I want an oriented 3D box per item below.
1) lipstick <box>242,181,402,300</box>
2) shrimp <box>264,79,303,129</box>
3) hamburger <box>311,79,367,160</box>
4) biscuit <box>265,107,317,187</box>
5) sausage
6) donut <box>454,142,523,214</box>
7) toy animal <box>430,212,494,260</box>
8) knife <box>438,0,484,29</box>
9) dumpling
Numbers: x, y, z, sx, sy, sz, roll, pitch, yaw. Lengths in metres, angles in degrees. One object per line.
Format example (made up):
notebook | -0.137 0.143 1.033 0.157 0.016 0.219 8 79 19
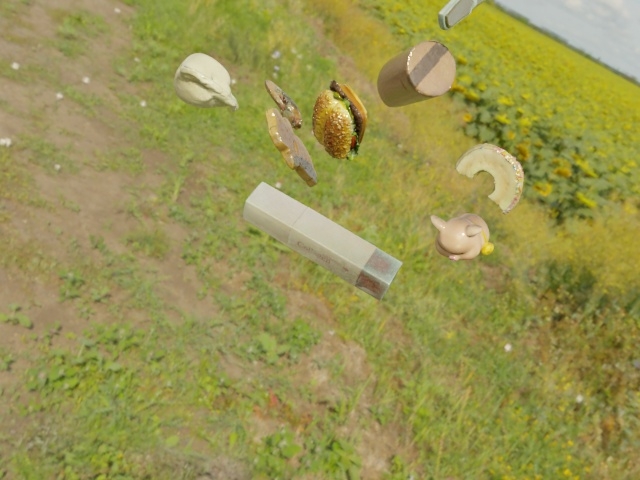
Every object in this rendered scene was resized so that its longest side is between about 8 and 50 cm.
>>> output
lipstick | 0.000 0.000 1.567 0.371 0.076 0.080 30 53 8
shrimp | -0.107 -0.367 1.893 0.132 0.051 0.188 23 30 -51
hamburger | 0.037 -0.239 1.430 0.087 0.166 0.137 -30 70 -16
biscuit | -0.073 -0.227 1.730 0.225 0.036 0.166 46 24 -51
sausage | 0.211 -0.379 1.609 0.123 0.123 0.253 22 -1 -15
donut | 0.382 -0.148 1.511 0.166 0.108 0.065 48 34 18
toy animal | 0.456 -0.012 2.197 0.165 0.150 0.248 0 1 26
knife | 0.277 -0.455 1.311 0.027 0.061 0.343 23 38 17
dumpling | -0.284 -0.392 1.784 0.179 0.132 0.252 28 2 -13
